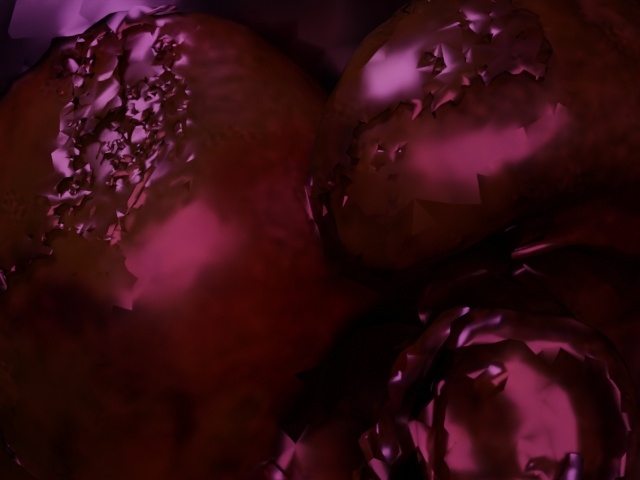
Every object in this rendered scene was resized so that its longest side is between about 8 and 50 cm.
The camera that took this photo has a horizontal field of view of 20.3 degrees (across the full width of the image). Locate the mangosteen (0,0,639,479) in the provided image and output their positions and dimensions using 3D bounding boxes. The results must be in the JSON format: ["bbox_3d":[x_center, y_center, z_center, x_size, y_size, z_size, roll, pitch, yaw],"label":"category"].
[{"bbox_3d":[0.006,-0.018,0.685,0.381,0.421,0.381,-4,95,-42],"label":"mangosteen"}]
